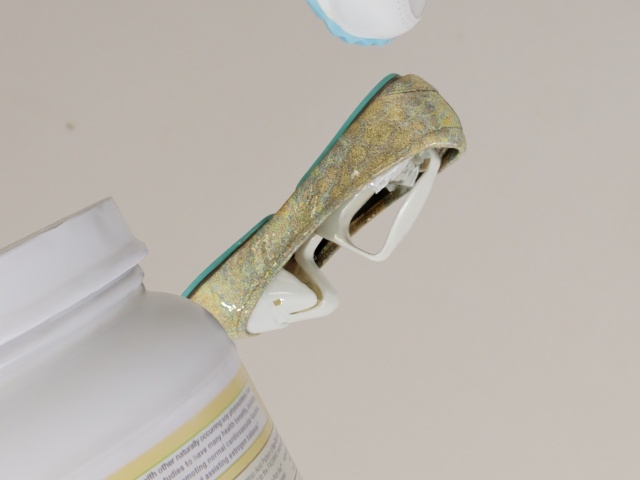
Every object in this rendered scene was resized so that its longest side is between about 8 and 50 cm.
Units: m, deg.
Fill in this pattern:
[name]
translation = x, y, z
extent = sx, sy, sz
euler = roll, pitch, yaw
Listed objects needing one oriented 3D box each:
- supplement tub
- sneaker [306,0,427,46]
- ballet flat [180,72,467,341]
[supplement tub]
translation = -0.111, 0.171, 0.635
extent = 0.331, 0.241, 0.241
euler = 64, 158, -6
[sneaker]
translation = 0.042, -0.158, 0.362
extent = 0.092, 0.228, 0.087
euler = 13, -154, 6
[ballet flat]
translation = 0.000, 0.000, 1.264
extent = 0.123, 0.348, 0.123
euler = 42, -173, -6
